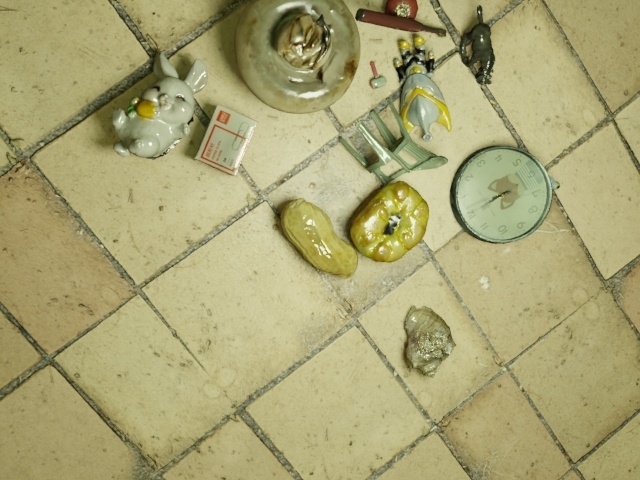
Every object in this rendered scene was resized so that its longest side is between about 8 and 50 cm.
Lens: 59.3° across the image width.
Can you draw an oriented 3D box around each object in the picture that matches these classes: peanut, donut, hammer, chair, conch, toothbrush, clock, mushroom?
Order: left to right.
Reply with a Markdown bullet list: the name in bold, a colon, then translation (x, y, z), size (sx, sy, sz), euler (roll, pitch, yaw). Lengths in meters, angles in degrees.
- **mushroom**: translation (-0.058, -0.537, 1.563), size (0.362, 0.294, 0.363), euler (-2, 98, -12)
- **peanut**: translation (0.000, 0.000, 1.728), size (0.147, 0.147, 0.306), euler (-39, 102, -4)
- **hammer**: translation (0.172, -0.517, 1.749), size (0.052, 0.031, 0.083), euler (-19, 94, -12)
- **donut**: translation (0.215, -0.053, 1.767), size (0.261, 0.128, 0.208), euler (-40, 104, -4)
- **chair**: translation (0.228, -0.280, 1.707), size (0.190, 0.203, 0.275), euler (-42, 98, -15)
- **toothbrush**: translation (0.249, -0.645, 1.677), size (0.363, 0.040, 0.041), euler (-5, 99, -37)
- **conch**: translation (0.358, 0.329, 1.860), size (0.178, 0.163, 0.246), euler (-10, 81, -42)
- **clock**: translation (0.588, -0.149, 1.826), size (0.324, 0.067, 0.325), euler (0, 94, 1)

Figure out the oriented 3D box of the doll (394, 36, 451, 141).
- **doll**: translation (0.314, -0.465, 1.749), size (0.145, 0.103, 0.317), euler (-11, 94, -6)

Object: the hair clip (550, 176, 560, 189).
- **hair clip**: translation (0.716, -0.179, 1.889), size (0.213, 0.056, 0.062), euler (-14, 64, -8)

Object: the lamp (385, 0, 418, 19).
- **lamp**: translation (0.247, -0.705, 1.708), size (0.101, 0.090, 0.101), euler (2, 130, 3)

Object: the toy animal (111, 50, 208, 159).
- **toy animal**: translation (-0.452, -0.372, 1.586), size (0.208, 0.154, 0.326), euler (15, 73, 8)

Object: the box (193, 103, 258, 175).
- **box**: translation (-0.278, -0.291, 1.652), size (0.133, 0.099, 0.182), euler (25, 92, -12)

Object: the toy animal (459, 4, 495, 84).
- **toy animal**: translation (0.501, -0.599, 1.742), size (0.084, 0.148, 0.233), euler (-7, 99, -11)
